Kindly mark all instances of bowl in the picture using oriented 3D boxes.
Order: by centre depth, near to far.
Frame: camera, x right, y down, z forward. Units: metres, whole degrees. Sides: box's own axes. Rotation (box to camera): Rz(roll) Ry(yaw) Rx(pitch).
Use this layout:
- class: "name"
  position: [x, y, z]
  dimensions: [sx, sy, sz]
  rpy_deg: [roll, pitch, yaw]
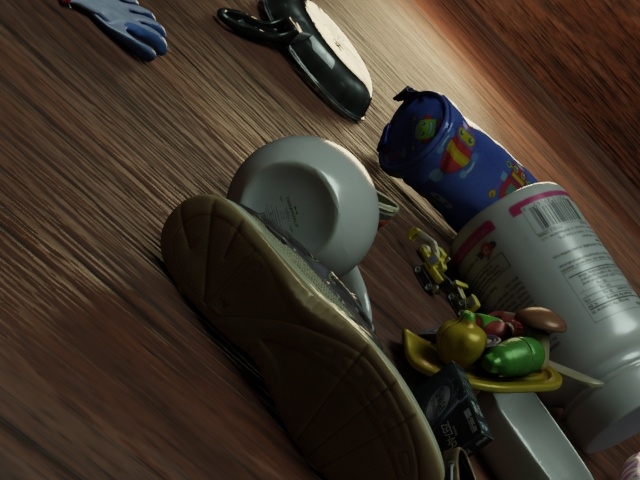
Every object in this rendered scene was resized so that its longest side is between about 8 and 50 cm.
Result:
- class: "bowl"
  position: [0.197, 0.202, 1.406]
  dimensions: [0.142, 0.053, 0.142]
  rpy_deg: [56, 19, 12]

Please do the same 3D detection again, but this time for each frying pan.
- class: "frying pan"
  position: [-0.034, -0.259, 1.749]
  dimensions: [0.326, 0.053, 0.197]
  rpy_deg: [36, 22, -47]

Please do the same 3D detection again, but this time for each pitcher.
- class: "pitcher"
  position: [0.000, 0.000, 1.234]
  dimensions: [0.207, 0.125, 0.177]
  rpy_deg: [-6, 75, -81]

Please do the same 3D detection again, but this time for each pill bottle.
- class: "pill bottle"
  position: [0.281, 0.089, 1.652]
  dimensions: [0.160, 0.160, 0.283]
  rpy_deg: [18, 38, -60]

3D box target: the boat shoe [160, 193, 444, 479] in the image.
- class: "boat shoe"
  position: [-0.002, 0.076, 1.085]
  dimensions: [0.285, 0.103, 0.092]
  rpy_deg: [48, 25, 7]

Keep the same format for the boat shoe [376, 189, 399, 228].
- class: "boat shoe"
  position: [0.024, -0.059, 1.502]
  dimensions: [0.137, 0.043, 0.049]
  rpy_deg: [41, 23, -27]

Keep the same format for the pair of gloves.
- class: "pair of gloves"
  position: [-0.209, -0.248, 1.332]
  dimensions: [0.159, 0.023, 0.198]
  rpy_deg: [20, 35, -58]

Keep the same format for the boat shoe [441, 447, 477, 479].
- class: "boat shoe"
  position: [0.121, 0.241, 1.120]
  dimensions: [0.066, 0.066, 0.183]
  rpy_deg: [24, 32, -55]

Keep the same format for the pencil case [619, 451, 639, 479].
- class: "pencil case"
  position: [0.372, 0.306, 1.594]
  dimensions: [0.206, 0.086, 0.088]
  rpy_deg: [-55, 134, -70]

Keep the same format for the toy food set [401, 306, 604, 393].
- class: "toy food set"
  position: [0.174, 0.093, 1.399]
  dimensions: [0.218, 0.071, 0.128]
  rpy_deg: [3, 15, -45]

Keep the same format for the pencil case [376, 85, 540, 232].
- class: "pencil case"
  position: [0.192, -0.061, 1.797]
  dimensions: [0.306, 0.133, 0.119]
  rpy_deg: [38, 64, -35]

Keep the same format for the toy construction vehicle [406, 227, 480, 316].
- class: "toy construction vehicle"
  position: [0.137, 0.034, 1.610]
  dimensions: [0.086, 0.035, 0.098]
  rpy_deg: [24, 32, -55]

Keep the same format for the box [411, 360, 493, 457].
- class: "box"
  position: [0.106, 0.155, 1.250]
  dimensions: [0.018, 0.067, 0.083]
  rpy_deg: [36, 25, -40]
